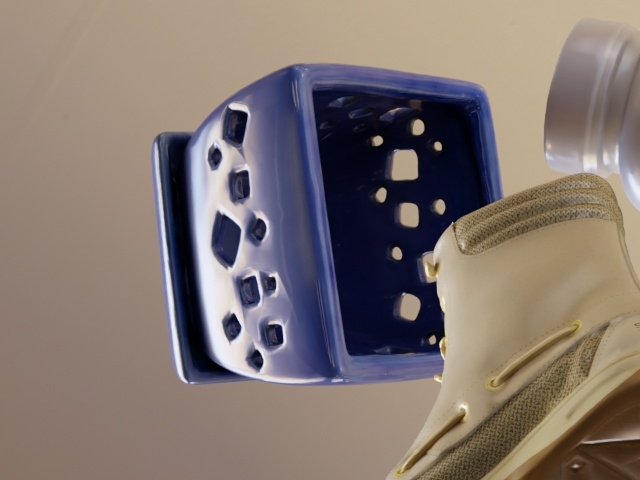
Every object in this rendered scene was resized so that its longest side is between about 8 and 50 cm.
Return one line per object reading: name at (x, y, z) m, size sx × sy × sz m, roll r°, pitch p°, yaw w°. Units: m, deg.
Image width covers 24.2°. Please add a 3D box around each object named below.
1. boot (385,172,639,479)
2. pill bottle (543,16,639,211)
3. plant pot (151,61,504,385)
boot at (0.083, 0.094, 0.831) m, size 0.095 × 0.203 × 0.262 m, roll 34°, pitch -64°, yaw -28°
pill bottle at (0.331, -0.083, 1.134) m, size 0.302 × 0.169 × 0.169 m, roll 14°, pitch -67°, yaw 23°
plant pot at (0.000, 0.000, 1.186) m, size 0.212 × 0.236 × 0.236 m, roll -11°, pitch -97°, yaw 43°
